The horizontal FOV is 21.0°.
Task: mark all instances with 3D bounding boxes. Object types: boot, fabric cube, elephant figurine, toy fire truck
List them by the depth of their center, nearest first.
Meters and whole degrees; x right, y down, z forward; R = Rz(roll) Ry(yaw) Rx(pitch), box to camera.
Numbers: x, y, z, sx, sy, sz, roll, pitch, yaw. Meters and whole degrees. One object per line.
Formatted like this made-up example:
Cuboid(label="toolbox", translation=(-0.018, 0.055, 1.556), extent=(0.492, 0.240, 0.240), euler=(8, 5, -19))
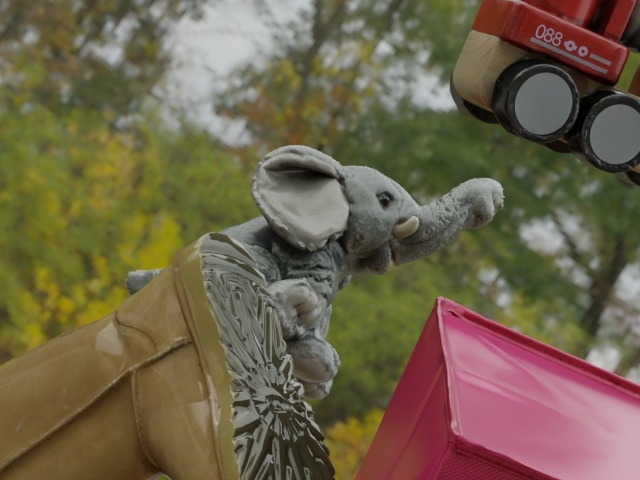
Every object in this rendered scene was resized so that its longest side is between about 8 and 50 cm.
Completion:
Cuboid(label="fabric cube", translation=(0.124, 0.220, 0.935), extent=(0.254, 0.258, 0.259), euler=(23, 12, -2))
Cuboid(label="boot", translation=(-0.125, 0.150, 1.014), extent=(0.089, 0.269, 0.236), euler=(27, 40, -45))
Cuboid(label="toy fire truck", translation=(0.230, -0.174, 1.263), extent=(0.217, 0.246, 0.158), euler=(20, 6, -18))
Cuboid(label="elephant figurine", translation=(0.000, 0.000, 1.437), extent=(0.186, 0.239, 0.169), euler=(43, -23, -25))
